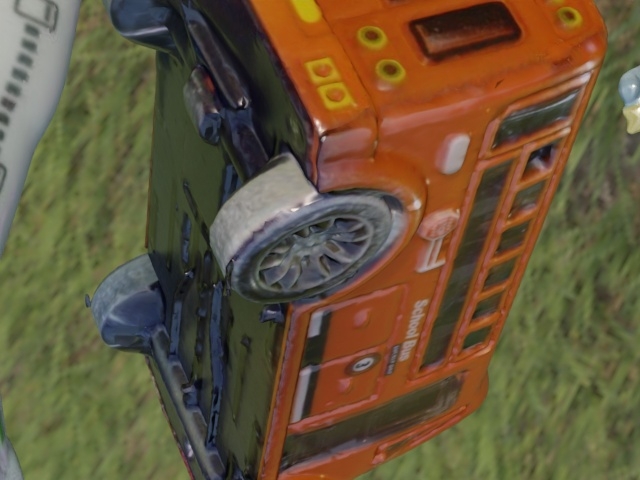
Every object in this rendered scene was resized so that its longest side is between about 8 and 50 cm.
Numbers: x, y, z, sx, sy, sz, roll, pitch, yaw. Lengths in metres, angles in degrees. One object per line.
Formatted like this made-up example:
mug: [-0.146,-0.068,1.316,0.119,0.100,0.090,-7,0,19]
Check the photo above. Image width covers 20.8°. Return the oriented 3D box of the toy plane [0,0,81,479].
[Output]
toy plane: [-0.116,-0.012,0.451,0.101,0.255,0.251,1,158,1]

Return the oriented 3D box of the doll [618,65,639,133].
doll: [0.241,-0.148,1.001,0.151,0.287,0.151,-5,165,-1]

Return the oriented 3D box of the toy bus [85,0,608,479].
toy bus: [0.000,0.000,0.689,0.329,0.153,0.143,102,147,-54]
